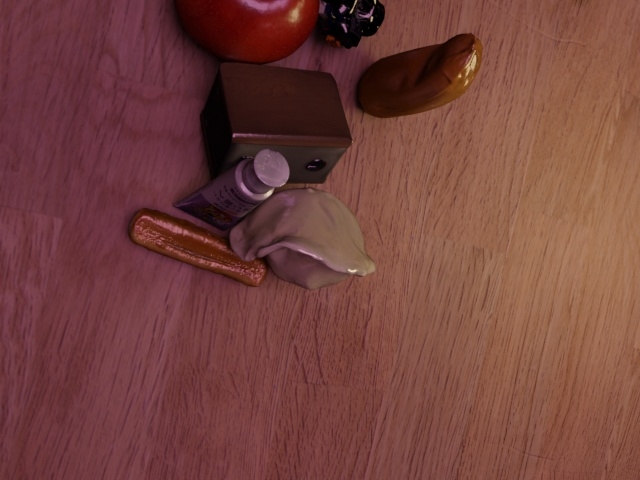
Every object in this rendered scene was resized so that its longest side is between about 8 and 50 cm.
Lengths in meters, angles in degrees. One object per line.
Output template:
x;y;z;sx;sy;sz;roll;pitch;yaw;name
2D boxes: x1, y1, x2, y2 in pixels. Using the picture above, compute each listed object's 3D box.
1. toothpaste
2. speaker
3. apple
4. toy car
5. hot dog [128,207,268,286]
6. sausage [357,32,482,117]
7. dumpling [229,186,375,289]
-0.158;-0.077;1.178;0.114;0.299;0.073;26;62;-25;toothpaste
-0.084;-0.209;1.234;0.231;0.153;0.192;-2;64;-26;speaker
-0.129;-0.443;1.186;0.260;0.216;0.260;-1;93;-20;apple
0.066;-0.525;1.293;0.118;0.193;0.301;17;92;20;toy car
-0.228;0.017;1.278;0.286;0.061;0.088;29;87;-26;hot dog
0.191;-0.304;1.268;0.116;0.354;0.134;45;76;-21;sausage
0.000;0.000;1.279;0.318;0.243;0.187;8;98;-31;dumpling
